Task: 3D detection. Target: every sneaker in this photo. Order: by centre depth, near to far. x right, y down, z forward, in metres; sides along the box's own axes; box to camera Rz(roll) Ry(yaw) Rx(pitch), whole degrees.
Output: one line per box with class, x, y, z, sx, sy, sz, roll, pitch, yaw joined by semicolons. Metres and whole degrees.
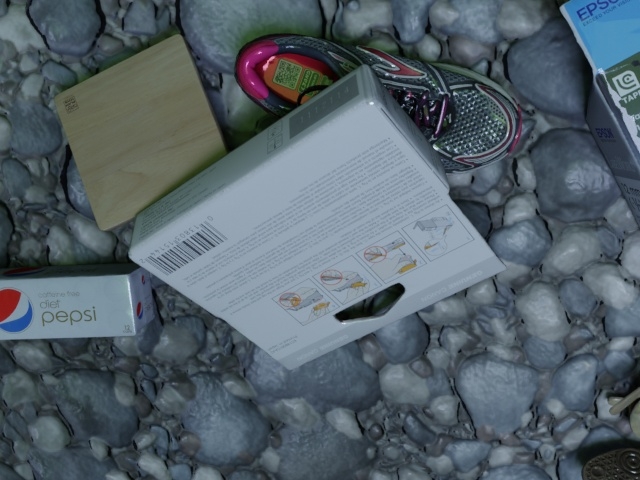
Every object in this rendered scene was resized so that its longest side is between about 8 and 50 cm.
sneaker;0.056;-0.134;0.701;0.299;0.112;0.121;12;102;3
sneaker;0.387;0.276;0.766;0.188;0.066;0.071;-4;133;5

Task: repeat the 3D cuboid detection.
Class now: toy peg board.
toy peg board;-0.182;-0.111;0.759;0.161;0.079;0.161;-23;82;9

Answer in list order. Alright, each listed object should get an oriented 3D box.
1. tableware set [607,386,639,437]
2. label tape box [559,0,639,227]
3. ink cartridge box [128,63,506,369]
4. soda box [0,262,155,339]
tableware set;0.418;0.147;0.751;0.128;0.039;0.194;36;110;-25
label tape box;0.412;-0.126;0.667;0.249;0.115;0.348;-28;94;10
ink cartridge box;0.000;0.000;0.713;0.296;0.066;0.261;-29;130;23
soda box;-0.310;0.070;0.803;0.216;0.069;0.074;-3;101;6
